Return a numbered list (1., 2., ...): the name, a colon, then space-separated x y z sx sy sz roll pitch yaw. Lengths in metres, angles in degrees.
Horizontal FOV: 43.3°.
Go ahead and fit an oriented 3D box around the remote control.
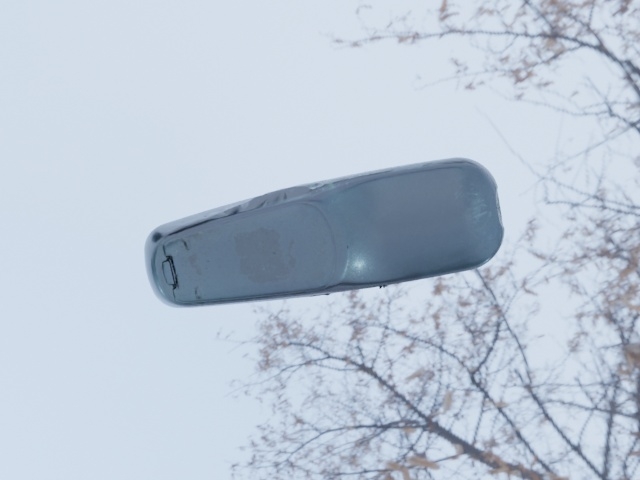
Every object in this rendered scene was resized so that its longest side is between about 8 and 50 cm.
1. remote control: 0.000 0.000 0.494 0.222 0.042 0.072 -10 -81 5
